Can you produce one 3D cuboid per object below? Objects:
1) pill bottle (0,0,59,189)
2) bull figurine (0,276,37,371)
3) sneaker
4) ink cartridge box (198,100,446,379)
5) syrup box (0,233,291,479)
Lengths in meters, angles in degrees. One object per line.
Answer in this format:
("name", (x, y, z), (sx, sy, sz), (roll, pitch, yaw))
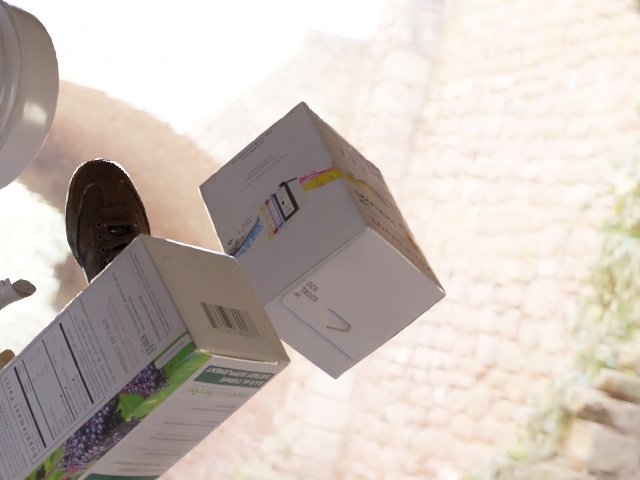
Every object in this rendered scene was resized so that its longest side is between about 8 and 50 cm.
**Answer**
("pill bottle", (-0.399, -0.154, 1.094), (0.229, 0.229, 0.407), (12, -3, 36))
("bull figurine", (-0.249, 0.153, 1.248), (0.310, 0.188, 0.101), (29, 18, 14))
("sneaker", (-0.141, 0.030, 1.088), (0.066, 0.188, 0.071), (-8, -1, -31))
("ink cartridge box", (0.000, 0.000, 1.666), (0.171, 0.168, 0.233), (39, 18, -43))
("syrup box", (-0.143, 0.109, 0.949), (0.093, 0.237, 0.096), (16, 37, -52))
